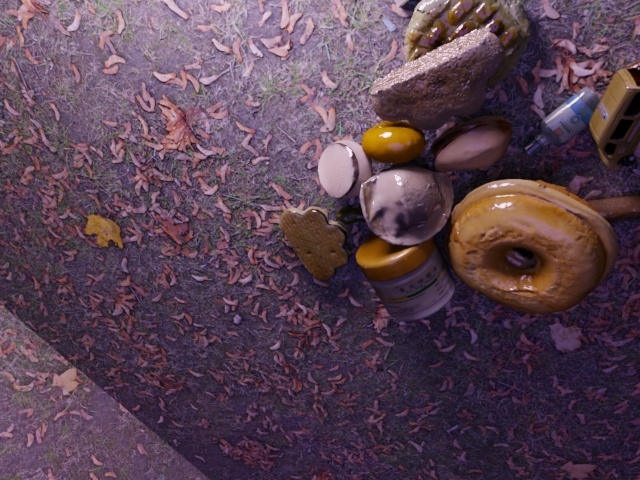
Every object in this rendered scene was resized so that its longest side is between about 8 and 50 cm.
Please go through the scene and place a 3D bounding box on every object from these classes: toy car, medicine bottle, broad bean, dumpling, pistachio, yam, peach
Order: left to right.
[{"bbox_3d":[0.172,-0.082,1.508,0.256,0.052,0.052,-4,156,13],"label":"broad bean"},{"bbox_3d":[0.201,-0.269,1.319,0.179,0.179,0.103,2,111,12],"label":"peach"},{"bbox_3d":[0.263,0.089,1.475,0.238,0.238,0.231,-23,113,24],"label":"medicine bottle"},{"bbox_3d":[0.247,-0.100,1.334,0.244,0.175,0.226,-12,84,16],"label":"dumpling"},{"bbox_3d":[0.406,-0.259,1.300,0.215,0.144,0.143,-20,113,21],"label":"pistachio"},{"bbox_3d":[0.633,-0.302,1.268,0.090,0.053,0.208,39,120,-16],"label":"medicine bottle"},{"bbox_3d":[0.733,-0.290,1.179,0.125,0.101,0.256,3,141,2],"label":"toy car"},{"bbox_3d":[0.869,-0.094,1.321,0.357,0.081,0.081,-9,117,18],"label":"yam"}]

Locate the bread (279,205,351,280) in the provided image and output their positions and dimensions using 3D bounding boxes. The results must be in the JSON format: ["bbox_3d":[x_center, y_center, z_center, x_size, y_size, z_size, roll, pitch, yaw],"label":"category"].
[{"bbox_3d":[0.000,0.000,1.592,0.207,0.056,0.286,-18,114,25],"label":"bread"}]

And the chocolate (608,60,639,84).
[{"bbox_3d":[0.842,-0.428,1.093,0.102,0.065,0.329,34,144,-25],"label":"chocolate"}]

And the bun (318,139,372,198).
[{"bbox_3d":[0.082,-0.208,1.412,0.173,0.120,0.172,12,107,44],"label":"bun"}]

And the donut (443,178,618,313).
[{"bbox_3d":[0.569,0.018,1.348,0.449,0.198,0.448,18,135,19],"label":"donut"}]

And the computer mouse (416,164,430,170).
[{"bbox_3d":[0.313,-0.163,1.430,0.079,0.047,0.135,-33,96,21],"label":"computer mouse"}]

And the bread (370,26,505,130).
[{"bbox_3d":[0.298,-0.377,1.206,0.338,0.102,0.183,-19,120,28],"label":"bread"}]

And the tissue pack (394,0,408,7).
[{"bbox_3d":[0.215,-0.623,1.187,0.083,0.042,0.062,-26,109,25],"label":"tissue pack"}]

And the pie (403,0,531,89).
[{"bbox_3d":[0.359,-0.495,1.214,0.307,0.071,0.306,7,121,11],"label":"pie"}]
